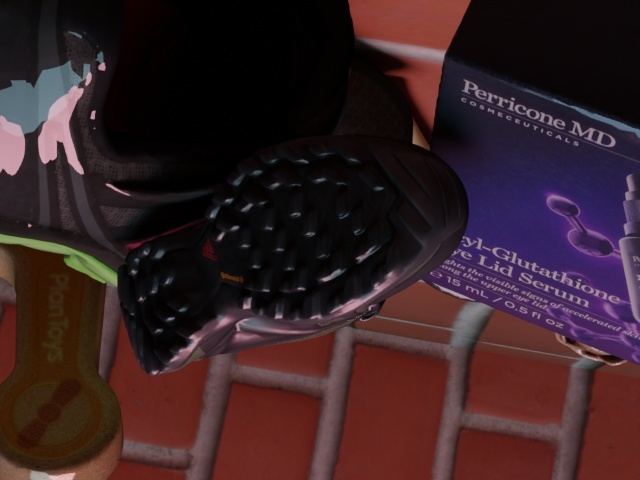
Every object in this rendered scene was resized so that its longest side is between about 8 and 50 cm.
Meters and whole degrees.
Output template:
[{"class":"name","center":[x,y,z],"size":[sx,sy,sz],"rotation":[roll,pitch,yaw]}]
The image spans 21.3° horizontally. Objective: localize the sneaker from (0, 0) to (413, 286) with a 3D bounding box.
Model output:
[{"class":"sneaker","center":[-0.053,-0.063,0.906],"size":[0.202,0.185,0.483],"rotation":[-8,175,26]}]

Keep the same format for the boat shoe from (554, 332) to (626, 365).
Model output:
[{"class":"boat shoe","center":[0.224,0.038,1.392],"size":[0.123,0.116,0.324],"rotation":[16,164,-7]}]

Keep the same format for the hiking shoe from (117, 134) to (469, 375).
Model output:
[{"class":"hiking shoe","center":[0.000,0.000,0.811],"size":[0.114,0.086,0.227],"rotation":[-13,174,-43]}]

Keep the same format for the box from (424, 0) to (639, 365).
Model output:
[{"class":"box","center":[0.135,-0.044,0.775],"size":[0.153,0.108,0.207],"rotation":[21,155,11]}]

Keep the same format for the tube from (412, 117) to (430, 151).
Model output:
[{"class":"tube","center":[0.043,-0.066,1.248],"size":[0.070,0.062,0.240],"rotation":[-32,158,5]}]

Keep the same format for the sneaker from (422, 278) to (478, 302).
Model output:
[{"class":"sneaker","center":[0.198,0.007,1.585],"size":[0.235,0.084,0.097],"rotation":[8,147,12]}]

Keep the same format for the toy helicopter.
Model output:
[{"class":"toy helicopter","center":[-0.149,0.010,1.096],"size":[0.235,0.355,0.140],"rotation":[2,140,-8]}]
